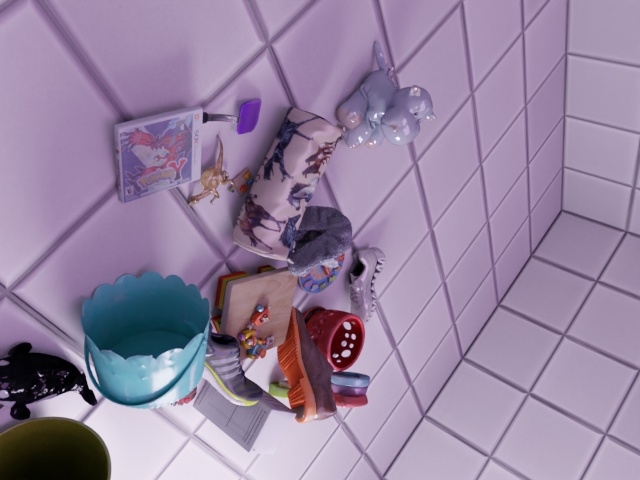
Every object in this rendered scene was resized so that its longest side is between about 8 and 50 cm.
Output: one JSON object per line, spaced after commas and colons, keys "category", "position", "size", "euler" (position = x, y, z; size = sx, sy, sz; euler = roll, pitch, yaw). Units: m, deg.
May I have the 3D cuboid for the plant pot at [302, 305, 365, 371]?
{"category": "plant pot", "position": [0.024, 0.316, 1.946], "size": [0.191, 0.174, 0.190], "euler": [-15, 110, -48]}

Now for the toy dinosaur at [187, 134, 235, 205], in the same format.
{"category": "toy dinosaur", "position": [-0.248, -0.152, 1.421], "size": [0.093, 0.053, 0.183], "euler": [27, 89, -54]}

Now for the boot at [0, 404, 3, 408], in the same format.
{"category": "boot", "position": [-0.714, 0.309, 1.101], "size": [0.219, 0.082, 0.106], "euler": [-29, 118, -47]}

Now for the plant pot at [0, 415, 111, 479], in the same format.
{"category": "plant pot", "position": [-0.595, 0.580, 1.282], "size": [0.275, 0.275, 0.293], "euler": [-30, 148, -39]}

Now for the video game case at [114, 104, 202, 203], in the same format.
{"category": "video game case", "position": [-0.342, -0.185, 1.271], "size": [0.201, 0.023, 0.183], "euler": [-26, 140, -38]}

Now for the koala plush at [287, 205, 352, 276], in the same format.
{"category": "koala plush", "position": [0.000, 0.000, 1.720], "size": [0.221, 0.204, 0.196], "euler": [53, 21, -78]}

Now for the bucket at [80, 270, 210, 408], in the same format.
{"category": "bucket", "position": [-0.379, 0.221, 1.307], "size": [0.281, 0.281, 0.183], "euler": [-29, 137, -40]}

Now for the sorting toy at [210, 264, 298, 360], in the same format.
{"category": "sorting toy", "position": [-0.198, 0.197, 1.675], "size": [0.257, 0.089, 0.255], "euler": [-13, 121, -49]}

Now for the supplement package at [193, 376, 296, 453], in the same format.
{"category": "supplement package", "position": [-0.217, 0.487, 1.696], "size": [0.139, 0.244, 0.134], "euler": [-61, 145, -4]}

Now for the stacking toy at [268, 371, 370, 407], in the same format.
{"category": "stacking toy", "position": [-0.006, 0.453, 1.951], "size": [0.280, 0.309, 0.130], "euler": [8, 86, -39]}

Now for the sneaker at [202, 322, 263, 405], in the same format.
{"category": "sneaker", "position": [-0.241, 0.321, 1.536], "size": [0.121, 0.111, 0.300], "euler": [-43, 121, -1]}

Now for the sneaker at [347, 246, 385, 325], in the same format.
{"category": "sneaker", "position": [0.139, 0.165, 2.095], "size": [0.118, 0.110, 0.291], "euler": [-1, 103, -44]}

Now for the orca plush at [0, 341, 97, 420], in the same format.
{"category": "orca plush", "position": [-0.552, 0.295, 1.214], "size": [0.287, 0.102, 0.151], "euler": [51, 36, -52]}

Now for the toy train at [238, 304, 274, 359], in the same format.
{"category": "toy train", "position": [-0.163, 0.263, 1.642], "size": [0.125, 0.046, 0.166], "euler": [-41, 139, -29]}

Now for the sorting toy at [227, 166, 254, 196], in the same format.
{"category": "sorting toy", "position": [-0.203, -0.142, 1.521], "size": [0.083, 0.012, 0.062], "euler": [-46, 142, -25]}

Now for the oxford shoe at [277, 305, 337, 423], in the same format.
{"category": "oxford shoe", "position": [-0.042, 0.370, 1.800], "size": [0.133, 0.363, 0.130], "euler": [4, 150, -30]}

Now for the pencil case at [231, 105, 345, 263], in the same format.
{"category": "pencil case", "position": [-0.078, -0.149, 1.547], "size": [0.184, 0.160, 0.410], "euler": [24, 91, -46]}

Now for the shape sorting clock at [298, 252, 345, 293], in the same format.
{"category": "shape sorting clock", "position": [0.007, 0.080, 1.912], "size": [0.206, 0.040, 0.206], "euler": [-30, 133, -39]}

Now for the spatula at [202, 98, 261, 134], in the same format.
{"category": "spatula", "position": [-0.240, -0.281, 1.368], "size": [0.297, 0.030, 0.084], "euler": [-16, 129, -47]}

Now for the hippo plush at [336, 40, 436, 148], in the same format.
{"category": "hippo plush", "position": [0.222, -0.374, 1.732], "size": [0.294, 0.237, 0.234], "euler": [-59, 145, -8]}

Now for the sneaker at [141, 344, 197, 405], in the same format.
{"category": "sneaker", "position": [-0.390, 0.335, 1.502], "size": [0.135, 0.098, 0.276], "euler": [-57, 143, -7]}
